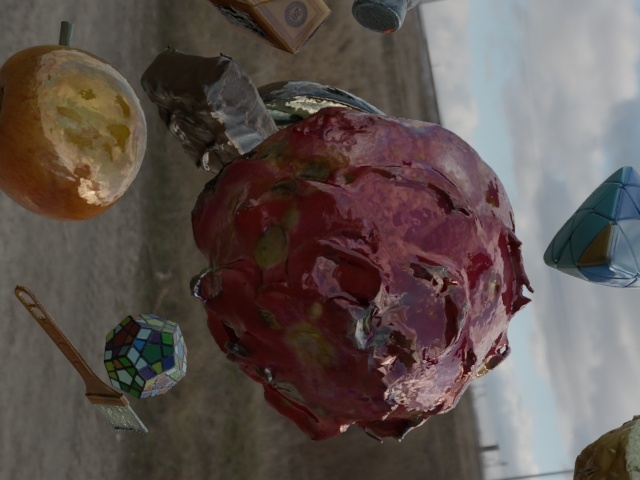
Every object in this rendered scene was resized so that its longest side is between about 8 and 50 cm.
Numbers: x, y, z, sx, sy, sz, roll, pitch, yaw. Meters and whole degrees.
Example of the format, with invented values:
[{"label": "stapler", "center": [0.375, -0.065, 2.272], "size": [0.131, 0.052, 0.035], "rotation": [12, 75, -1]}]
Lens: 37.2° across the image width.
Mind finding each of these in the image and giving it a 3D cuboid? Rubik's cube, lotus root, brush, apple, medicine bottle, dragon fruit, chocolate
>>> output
[{"label": "Rubik's cube", "center": [-0.265, 0.175, 1.446], "size": [0.133, 0.112, 0.133], "rotation": [-11, 90, -85]}, {"label": "lotus root", "center": [-0.026, -0.201, 1.621], "size": [0.210, 0.314, 0.142], "rotation": [-53, -144, 36]}, {"label": "Rubik's cube", "center": [0.500, 0.014, 1.733], "size": [0.254, 0.255, 0.254], "rotation": [-10, 90, -83]}, {"label": "brush", "center": [-0.367, 0.183, 1.438], "size": [0.017, 0.090, 0.314], "rotation": [-56, 128, -38]}, {"label": "apple", "center": [-0.454, -0.187, 1.647], "size": [0.275, 0.299, 0.299], "rotation": [27, 47, -44]}, {"label": "medicine bottle", "center": [0.150, -0.547, 1.835], "size": [0.141, 0.141, 0.293], "rotation": [66, 40, -64]}, {"label": "dragon fruit", "center": [0.042, 0.065, 1.025], "size": [0.249, 0.371, 0.386], "rotation": [-80, 161, -57]}, {"label": "chocolate", "center": [-0.151, -0.169, 1.342], "size": [0.093, 0.148, 0.214], "rotation": [-57, 142, -24]}]

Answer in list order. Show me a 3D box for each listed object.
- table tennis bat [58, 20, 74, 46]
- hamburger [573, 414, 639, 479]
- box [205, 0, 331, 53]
[{"label": "table tennis bat", "center": [-0.508, -0.302, 1.845], "size": [0.022, 0.138, 0.246], "rotation": [6, 92, -55]}, {"label": "hamburger", "center": [0.297, 0.282, 0.899], "size": [0.135, 0.155, 0.207], "rotation": [-41, 102, -43]}, {"label": "box", "center": [-0.126, -0.347, 1.103], "size": [0.274, 0.076, 0.174], "rotation": [45, -5, -36]}]
